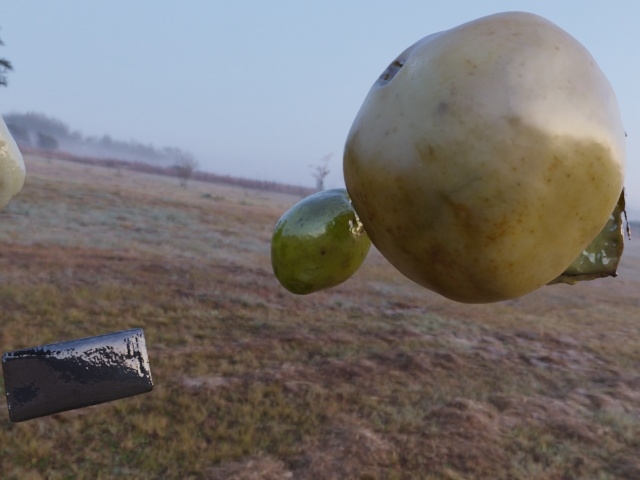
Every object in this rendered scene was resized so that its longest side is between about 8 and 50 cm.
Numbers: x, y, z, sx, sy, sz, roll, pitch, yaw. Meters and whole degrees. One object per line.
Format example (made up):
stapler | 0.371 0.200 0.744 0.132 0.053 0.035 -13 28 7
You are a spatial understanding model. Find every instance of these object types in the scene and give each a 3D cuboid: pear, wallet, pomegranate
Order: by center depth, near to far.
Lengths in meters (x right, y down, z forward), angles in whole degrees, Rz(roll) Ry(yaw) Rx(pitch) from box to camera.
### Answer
pomegranate | 0.123 -0.064 0.506 0.233 0.233 0.233 5 1 0
pear | 0.000 0.000 0.680 0.107 0.131 0.107 33 22 -15
wallet | -0.433 0.239 1.113 0.244 0.124 0.025 -9 -3 -20

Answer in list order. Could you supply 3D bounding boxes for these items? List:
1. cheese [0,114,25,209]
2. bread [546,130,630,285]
cheese | -0.594 -0.207 0.978 0.328 0.351 0.129 32 4 -42
bread | 0.263 -0.077 0.749 0.204 0.262 0.162 -6 10 29
